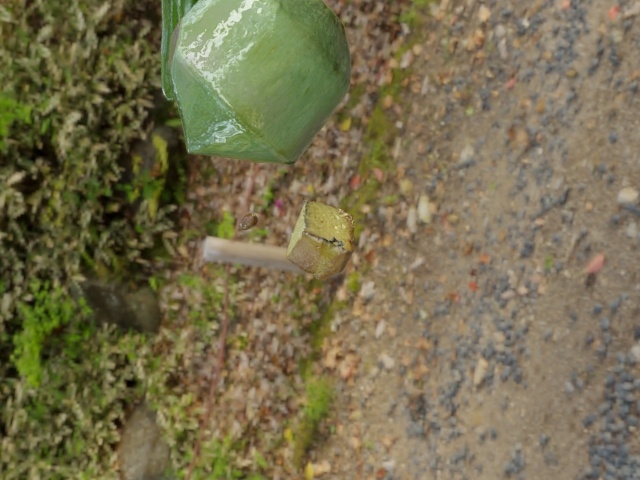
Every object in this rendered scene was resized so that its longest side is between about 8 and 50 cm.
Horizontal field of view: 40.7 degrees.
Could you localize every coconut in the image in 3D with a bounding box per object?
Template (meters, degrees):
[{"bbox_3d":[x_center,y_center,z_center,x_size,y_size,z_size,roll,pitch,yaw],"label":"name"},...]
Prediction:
[{"bbox_3d":[-0.111,-0.264,1.396,0.328,0.281,0.328,-43,-18,-18],"label":"coconut"}]

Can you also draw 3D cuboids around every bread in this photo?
[{"bbox_3d":[-0.003,0.010,1.891,0.260,0.129,0.134,-92,25,-71],"label":"bread"}]

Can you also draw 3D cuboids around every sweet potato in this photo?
[{"bbox_3d":[-0.166,-0.043,1.992,0.095,0.034,0.034,-30,51,59],"label":"sweet potato"}]

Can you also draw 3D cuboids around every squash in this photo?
[{"bbox_3d":[-0.240,-0.381,1.510,0.082,0.082,0.293,-107,20,-57],"label":"squash"}]
